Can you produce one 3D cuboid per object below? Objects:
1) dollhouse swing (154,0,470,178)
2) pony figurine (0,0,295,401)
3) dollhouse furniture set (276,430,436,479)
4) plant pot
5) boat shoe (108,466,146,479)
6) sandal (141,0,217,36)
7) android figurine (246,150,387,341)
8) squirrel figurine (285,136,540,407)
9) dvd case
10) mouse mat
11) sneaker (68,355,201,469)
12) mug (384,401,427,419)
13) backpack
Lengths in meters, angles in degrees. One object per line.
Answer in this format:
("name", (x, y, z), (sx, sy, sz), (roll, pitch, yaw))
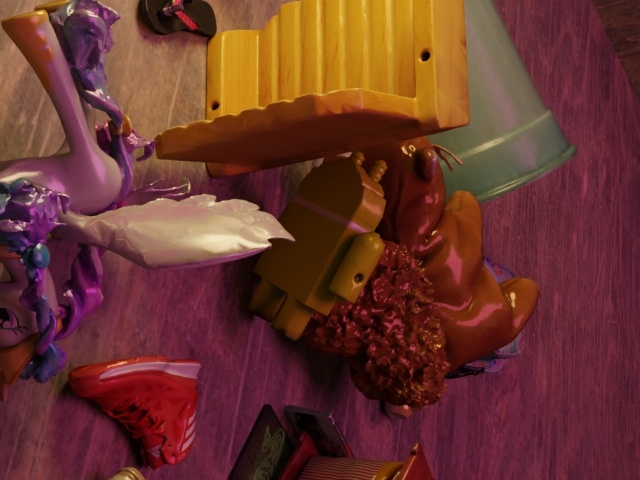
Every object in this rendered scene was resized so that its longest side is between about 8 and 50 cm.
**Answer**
("dollhouse swing", (-0.027, -0.239, 1.548), (0.305, 0.347, 0.315), (25, 60, -56))
("pony figurine", (-0.251, -0.054, 1.211), (0.351, 0.303, 0.363), (-23, 108, -29))
("dollhouse furniture set", (0.007, 0.442, 1.563), (0.374, 0.201, 0.152), (-58, 135, -43))
("plant pot", (0.230, -0.248, 2.090), (0.341, 0.341, 0.334), (-36, 105, -59))
("boat shoe", (-0.176, 0.391, 1.333), (0.089, 0.105, 0.285), (-46, 121, -54))
("sandal", (-0.182, -0.310, 1.606), (0.179, 0.040, 0.067), (-11, 91, -62))
("android figurine", (0.000, 0.000, 1.632), (0.056, 0.248, 0.273), (31, 86, -31))
("squirrel figurine", (0.125, 0.032, 1.799), (0.397, 0.281, 0.370), (-51, 136, -44))
("dvd case", (0.004, 0.290, 1.721), (0.013, 0.087, 0.119), (-48, 125, -35))
("mouse mat", (-0.074, 0.340, 1.644), (0.152, 0.007, 0.189), (64, 31, -28))
("sneaker", (-0.201, 0.201, 1.367), (0.221, 0.087, 0.128), (8, 73, -60))
("mug", (0.139, 0.264, 1.999), (0.062, 0.078, 0.064), (23, 66, -20))
("backpack", (0.266, 0.138, 2.166), (0.253, 0.191, 0.225), (28, 56, -62))
